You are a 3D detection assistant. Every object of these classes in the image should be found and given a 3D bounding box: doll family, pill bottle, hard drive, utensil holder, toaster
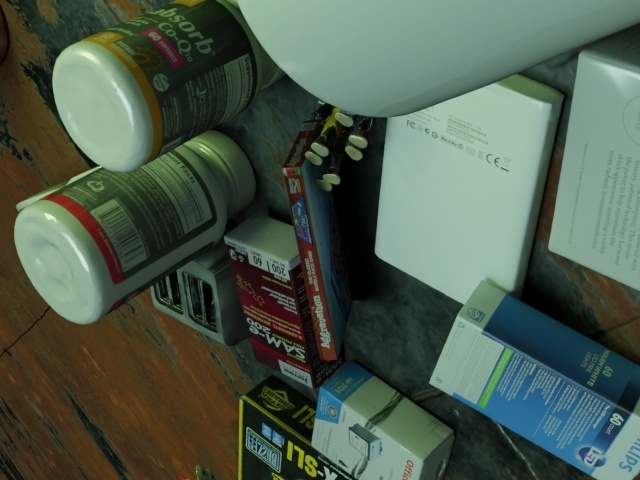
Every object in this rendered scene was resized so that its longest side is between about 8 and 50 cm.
[{"bbox_3d":[0.036,-0.151,1.274,0.076,0.111,0.193,35,143,-10],"label":"doll family"},{"bbox_3d":[-0.171,-0.206,1.298,0.162,0.278,0.162,27,134,31],"label":"pill bottle"},{"bbox_3d":[0.162,-0.068,1.244,0.203,0.040,0.307,29,136,29],"label":"hard drive"},{"bbox_3d":[-0.242,-0.033,1.468,0.176,0.319,0.176,26,133,32],"label":"pill bottle"},{"bbox_3d":[0.142,-0.299,0.874,0.385,0.328,0.327,-17,104,54],"label":"utensil holder"},{"bbox_3d":[-0.170,0.054,1.627,0.168,0.110,0.185,23,132,33],"label":"toaster"}]

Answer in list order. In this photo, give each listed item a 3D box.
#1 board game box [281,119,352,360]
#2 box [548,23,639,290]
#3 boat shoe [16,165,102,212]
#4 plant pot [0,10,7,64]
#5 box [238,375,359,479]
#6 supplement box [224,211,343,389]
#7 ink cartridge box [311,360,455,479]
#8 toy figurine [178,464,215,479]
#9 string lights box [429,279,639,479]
[{"bbox_3d":[0.000,0.000,1.388,0.027,0.145,0.281,-3,119,14],"label":"board game box"},{"bbox_3d":[0.397,-0.045,0.910,0.345,0.168,0.215,27,134,32],"label":"box"},{"bbox_3d":[-0.401,-0.059,1.787,0.324,0.117,0.096,-16,102,45],"label":"boat shoe"},{"bbox_3d":[-0.683,-0.333,1.754,0.272,0.265,0.272,27,135,31],"label":"plant pot"},{"bbox_3d":[0.007,0.400,1.726,0.322,0.079,0.257,31,134,28],"label":"box"},{"bbox_3d":[-0.050,0.089,1.541,0.130,0.073,0.239,21,137,37],"label":"supplement box"},{"bbox_3d":[0.088,0.288,1.553,0.191,0.082,0.139,33,137,28],"label":"ink cartridge box"},{"bbox_3d":[-0.126,0.559,1.813,0.217,0.191,0.362,21,155,35],"label":"toy figurine"},{"bbox_3d":[0.269,0.171,1.241,0.260,0.077,0.133,29,137,14],"label":"string lights box"}]
